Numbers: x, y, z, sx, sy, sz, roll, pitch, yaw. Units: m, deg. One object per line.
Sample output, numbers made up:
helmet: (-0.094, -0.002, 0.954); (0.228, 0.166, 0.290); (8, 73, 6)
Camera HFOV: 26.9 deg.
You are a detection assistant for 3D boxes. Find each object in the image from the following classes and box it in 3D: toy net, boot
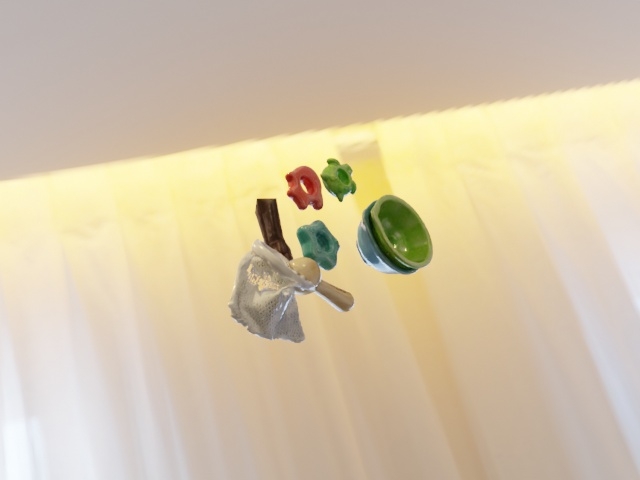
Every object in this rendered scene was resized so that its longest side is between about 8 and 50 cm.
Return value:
toy net: (0.000, 0.000, 1.030); (0.045, 0.122, 0.232); (-31, -1, 34)
boot: (-0.093, -0.009, 2.184); (0.106, 0.114, 0.037); (-23, -6, 43)
